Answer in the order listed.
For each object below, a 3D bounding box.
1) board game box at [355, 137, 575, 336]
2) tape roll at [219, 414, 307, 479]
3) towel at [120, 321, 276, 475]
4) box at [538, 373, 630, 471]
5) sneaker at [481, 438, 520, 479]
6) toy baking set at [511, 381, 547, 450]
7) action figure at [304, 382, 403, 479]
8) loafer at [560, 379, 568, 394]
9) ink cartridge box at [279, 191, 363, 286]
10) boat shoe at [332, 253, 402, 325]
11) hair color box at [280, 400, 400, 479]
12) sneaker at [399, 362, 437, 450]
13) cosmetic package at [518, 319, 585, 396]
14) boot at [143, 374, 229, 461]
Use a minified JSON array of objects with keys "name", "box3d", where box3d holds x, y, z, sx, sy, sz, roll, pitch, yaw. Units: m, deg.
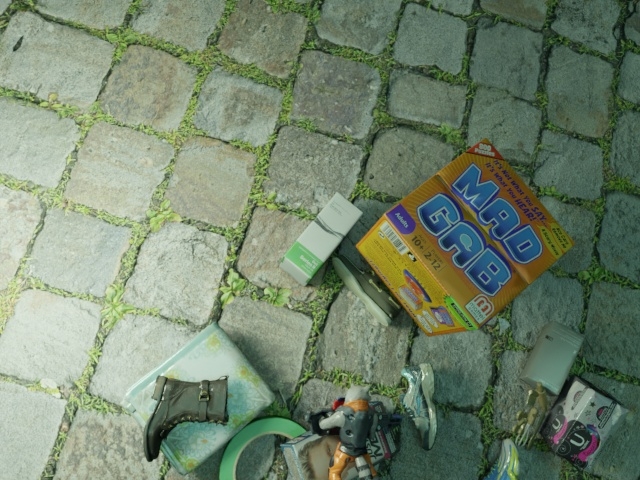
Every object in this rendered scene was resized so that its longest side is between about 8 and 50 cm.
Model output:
[{"name":"board game box","box3d":[0.373,0.012,1.403,0.356,0.356,0.356,-37,84,-15]},{"name":"tape roll","box3d":[-0.158,0.728,1.603,0.321,0.077,0.321,2,77,-9]},{"name":"towel","box3d":[-0.380,0.490,1.571,0.374,0.090,0.320,-38,90,-13]},{"name":"box","box3d":[0.882,0.611,1.704,0.142,0.163,0.247,28,97,0]},{"name":"sneaker","box3d":[0.601,0.792,1.697,0.126,0.091,0.240,4,65,5]},{"name":"toy baking set","box3d":[0.717,0.605,1.726,0.197,0.030,0.256,-44,127,-18]},{"name":"action figure","box3d":[0.139,0.589,1.484,0.341,0.178,0.330,2,78,-26]},{"name":"loafer","box3d":[0.896,0.549,1.815,0.056,0.050,0.148,-31,84,-14]},{"name":"ink cartridge box","box3d":[0.000,0.000,1.718,0.121,0.211,0.289,39,75,2]},{"name":"boat shoe","box3d":[0.162,0.159,1.765,0.091,0.109,0.305,-41,92,-15]},{"name":"hair color box","box3d":[0.068,0.653,1.583,0.347,0.105,0.174,-15,79,-31]},{"name":"sneaker","box3d":[0.332,0.563,1.715,0.122,0.110,0.283,-4,75,9]},{"name":"cosmetic package","box3d":[0.823,0.421,1.797,0.127,0.107,0.238,28,71,14]},{"name":"boot","box3d":[-0.384,0.519,1.474,0.229,0.091,0.263,9,77,-8]}]
